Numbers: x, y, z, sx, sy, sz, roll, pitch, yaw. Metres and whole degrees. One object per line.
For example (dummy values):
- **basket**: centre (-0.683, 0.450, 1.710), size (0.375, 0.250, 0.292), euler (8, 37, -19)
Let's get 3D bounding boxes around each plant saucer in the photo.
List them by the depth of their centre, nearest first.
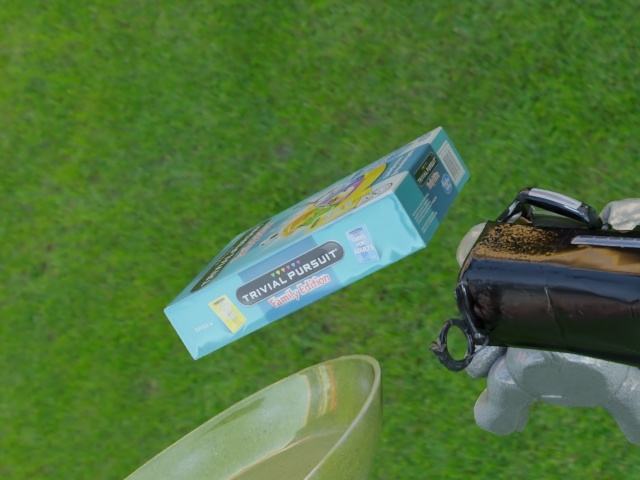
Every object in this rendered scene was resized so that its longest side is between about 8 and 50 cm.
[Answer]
- **plant saucer**: centre (-0.064, 0.137, 0.630), size (0.241, 0.241, 0.037), euler (-31, 98, 24)

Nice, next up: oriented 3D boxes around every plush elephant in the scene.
- **plush elephant**: centre (0.315, 0.079, 1.802), size (0.271, 0.330, 0.255), euler (-1, 53, 23)

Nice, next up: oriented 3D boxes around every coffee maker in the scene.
- **coffee maker**: centre (0.212, 0.050, 1.145), size (0.178, 0.120, 0.171), euler (6, 64, 43)

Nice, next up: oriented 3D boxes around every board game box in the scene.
- **board game box**: centre (0.000, 0.000, 1.739), size (0.336, 0.254, 0.079), euler (-27, 100, 25)
